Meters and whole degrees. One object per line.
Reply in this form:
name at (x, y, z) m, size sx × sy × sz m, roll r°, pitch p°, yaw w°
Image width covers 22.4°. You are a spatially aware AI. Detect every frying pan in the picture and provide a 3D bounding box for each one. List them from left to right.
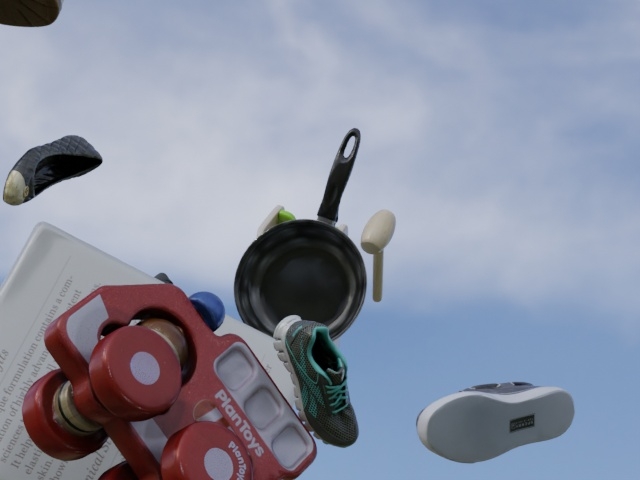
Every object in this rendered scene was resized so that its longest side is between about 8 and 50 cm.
frying pan at (-0.029, 0.005, 2.354) m, size 0.197 × 0.326 × 0.053 m, roll -5°, pitch -17°, yaw 11°

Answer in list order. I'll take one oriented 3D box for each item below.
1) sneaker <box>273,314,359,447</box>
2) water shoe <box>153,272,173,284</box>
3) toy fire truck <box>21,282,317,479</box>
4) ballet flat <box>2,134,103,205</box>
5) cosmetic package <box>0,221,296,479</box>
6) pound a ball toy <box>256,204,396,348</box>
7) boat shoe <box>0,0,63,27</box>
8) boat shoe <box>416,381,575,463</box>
sneaker at (0.005, 0.163, 1.845) m, size 0.076 × 0.065 × 0.166 m, roll -10°, pitch -71°, yaw 57°
water shoe at (-0.329, 0.085, 2.566) m, size 0.203 × 0.080 × 0.073 m, roll 5°, pitch -37°, yaw 15°
toy fire truck at (-0.157, 0.177, 1.762) m, size 0.169 × 0.254 × 0.302 m, roll -33°, pitch -86°, yaw 41°
ballet flat at (-0.314, -0.083, 1.886) m, size 0.049 × 0.173 × 0.057 m, roll 24°, pitch -59°, yaw 15°
cosmetic package at (-0.276, 0.245, 2.074) m, size 0.394 × 0.329 × 0.327 m, roll 28°, pitch -26°, yaw -4°
pound a ball toy at (-0.003, 0.087, 2.598) m, size 0.208 × 0.136 × 0.319 m, roll 17°, pitch -50°, yaw 16°
boat shoe at (-0.448, -0.334, 2.065) m, size 0.285 × 0.089 × 0.104 m, roll 10°, pitch -38°, yaw 14°
boat shoe at (0.182, 0.193, 1.804) m, size 0.228 × 0.080 × 0.076 m, roll -8°, pitch 13°, yaw -38°
